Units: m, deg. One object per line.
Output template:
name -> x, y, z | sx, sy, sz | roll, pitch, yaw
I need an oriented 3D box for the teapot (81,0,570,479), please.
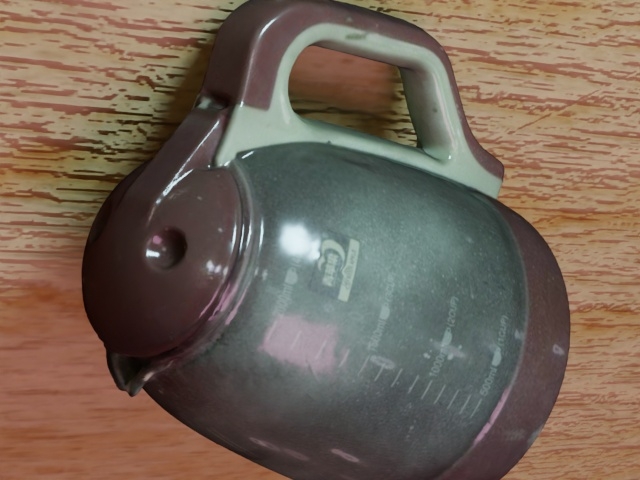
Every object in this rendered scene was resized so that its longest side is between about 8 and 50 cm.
teapot -> 0.000, 0.000, 1.260 | 0.312, 0.233, 0.315 | 24, 85, -44
